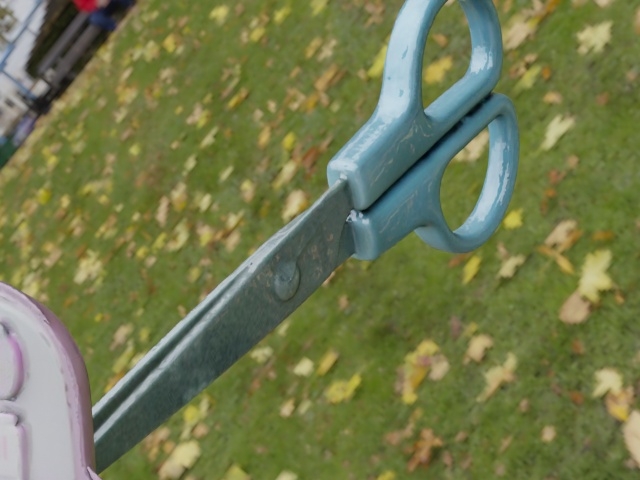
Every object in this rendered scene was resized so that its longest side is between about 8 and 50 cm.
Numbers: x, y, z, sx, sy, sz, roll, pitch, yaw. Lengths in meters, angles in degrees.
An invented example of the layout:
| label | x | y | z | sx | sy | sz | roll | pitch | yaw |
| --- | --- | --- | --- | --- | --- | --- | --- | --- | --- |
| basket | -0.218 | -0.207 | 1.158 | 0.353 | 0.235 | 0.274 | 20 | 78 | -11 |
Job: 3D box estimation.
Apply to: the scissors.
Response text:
| label | x | y | z | sx | sy | sz | roll | pitch | yaw |
| --- | --- | --- | --- | --- | --- | --- | --- | --- | --- |
| scissors | 0.000 | 0.000 | 0.684 | 0.029 | 0.193 | 0.447 | 11 | 37 | 36 |

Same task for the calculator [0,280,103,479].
| label | x | y | z | sx | sy | sz | roll | pitch | yaw |
| --- | --- | --- | --- | --- | --- | --- | --- | --- | --- |
| calculator | -0.210 | 0.088 | 0.530 | 0.043 | 0.294 | 0.194 | -24 | -61 | -62 |
